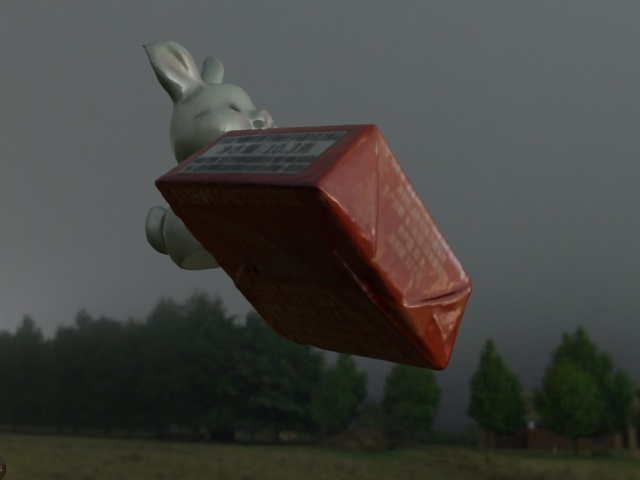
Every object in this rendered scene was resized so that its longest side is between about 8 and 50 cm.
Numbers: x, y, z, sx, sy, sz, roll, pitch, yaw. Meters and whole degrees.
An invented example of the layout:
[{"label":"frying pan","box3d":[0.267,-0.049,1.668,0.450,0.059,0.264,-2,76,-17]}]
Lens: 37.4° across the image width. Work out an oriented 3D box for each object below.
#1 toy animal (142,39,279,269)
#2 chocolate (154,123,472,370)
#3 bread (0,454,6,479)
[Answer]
[{"label":"toy animal","box3d":[-0.186,-0.139,1.532,0.241,0.368,0.196,-7,-7,24]},{"label":"chocolate","box3d":[0.000,0.000,0.880,0.237,0.108,0.235,5,-39,49]},{"label":"bread","box3d":[-0.378,0.049,0.564,0.165,0.113,0.416,7,-37,37]}]
